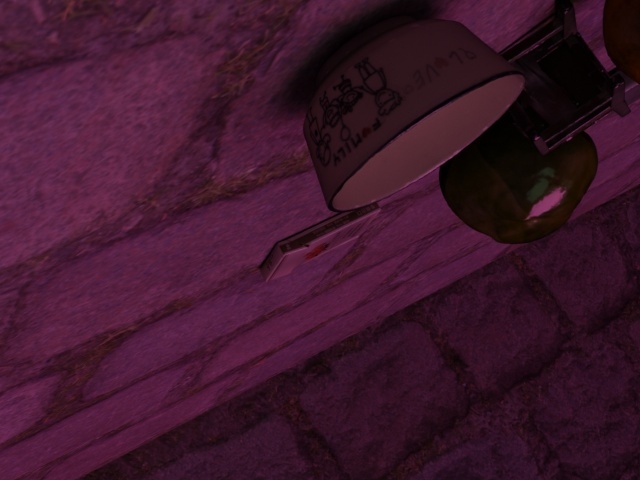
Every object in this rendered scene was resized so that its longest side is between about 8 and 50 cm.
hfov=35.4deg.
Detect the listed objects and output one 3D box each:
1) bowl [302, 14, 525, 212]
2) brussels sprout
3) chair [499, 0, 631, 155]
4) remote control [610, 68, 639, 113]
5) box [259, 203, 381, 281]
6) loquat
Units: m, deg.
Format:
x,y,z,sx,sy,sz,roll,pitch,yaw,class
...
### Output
x,y,z,sx,sy,sz,roll,pitch,yaw,class
0.078,-0.142,1.025,0.238,0.126,0.238,-31,167,-8,bowl
0.295,-0.109,1.527,0.219,0.210,0.271,-55,179,15,brussels sprout
0.321,-0.205,1.362,0.147,0.136,0.270,-34,169,14,chair
0.600,-0.306,1.845,0.296,0.056,0.140,-31,166,-1,remote control
0.000,0.000,1.622,0.198,0.029,0.109,-26,166,-29,box
0.435,-0.268,1.200,0.213,0.213,0.246,-43,178,39,loquat
